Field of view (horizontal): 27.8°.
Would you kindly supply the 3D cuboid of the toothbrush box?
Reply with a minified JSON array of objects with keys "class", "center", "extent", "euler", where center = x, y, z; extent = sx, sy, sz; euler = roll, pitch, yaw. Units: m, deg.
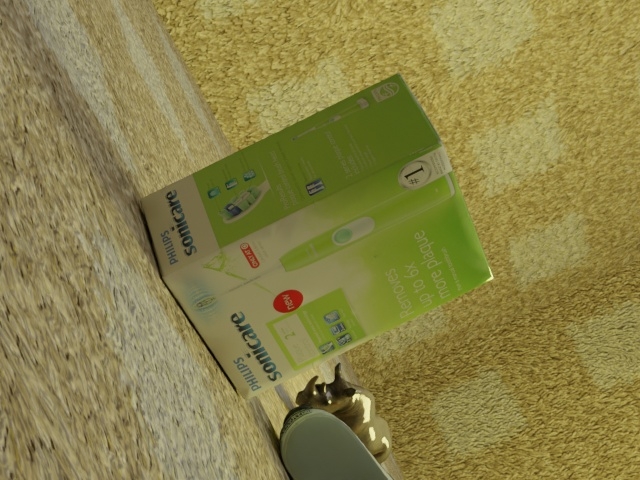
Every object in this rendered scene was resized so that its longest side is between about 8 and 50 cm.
[{"class":"toothbrush box","center":[0.000,0.000,1.261],"extent":[0.122,0.283,0.206],"euler":[-113,178,-46]}]

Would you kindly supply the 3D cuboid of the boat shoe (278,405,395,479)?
[{"class":"boat shoe","center":[0.056,0.313,1.433],"extent":[0.306,0.113,0.105],"euler":[49,-3,-5]}]

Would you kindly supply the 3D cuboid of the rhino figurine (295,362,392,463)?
[{"class":"rhino figurine","center":[0.028,0.240,1.731],"extent":[0.073,0.106,0.243],"euler":[65,1,41]}]
